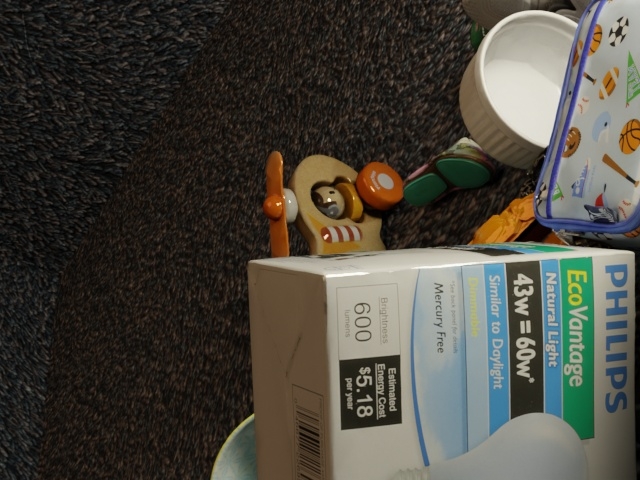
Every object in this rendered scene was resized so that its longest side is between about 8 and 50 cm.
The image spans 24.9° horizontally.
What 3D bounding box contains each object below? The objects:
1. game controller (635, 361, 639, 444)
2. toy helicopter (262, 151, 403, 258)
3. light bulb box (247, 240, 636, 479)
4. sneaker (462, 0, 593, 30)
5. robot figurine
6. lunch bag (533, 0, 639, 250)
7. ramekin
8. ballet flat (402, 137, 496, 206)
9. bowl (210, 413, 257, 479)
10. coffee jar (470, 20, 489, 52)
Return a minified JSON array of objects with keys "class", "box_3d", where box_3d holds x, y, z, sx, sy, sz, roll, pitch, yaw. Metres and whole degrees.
[{"class":"game controller","box_3d":[0.413,0.074,1.578,0.166,0.067,0.319,133,156,-71]},{"class":"toy helicopter","box_3d":[0.000,0.000,2.357,0.140,0.235,0.355,-44,30,43]},{"class":"light bulb box","box_3d":[0.130,0.187,1.543,0.225,0.361,0.358,-172,78,-67]},{"class":"sneaker","box_3d":[0.341,-0.377,2.064,0.268,0.101,0.153,0,53,34]},{"class":"robot figurine","box_3d":[0.287,0.002,1.814,0.291,0.085,0.211,-44,41,16]},{"class":"lunch bag","box_3d":[0.349,-0.131,1.629,0.243,0.115,0.303,12,85,64]},{"class":"ramekin","box_3d":[0.285,-0.194,1.947,0.109,0.207,0.207,136,151,-62]},{"class":"ballet flat","box_3d":[0.205,-0.113,2.234,0.079,0.077,0.221,-55,14,-28]},{"class":"bowl","box_3d":[0.002,0.348,2.020,0.289,0.289,0.156,-62,-7,10]},{"class":"coffee jar","box_3d":[0.309,-0.346,2.204,0.184,0.079,0.096,-28,44,57]}]
